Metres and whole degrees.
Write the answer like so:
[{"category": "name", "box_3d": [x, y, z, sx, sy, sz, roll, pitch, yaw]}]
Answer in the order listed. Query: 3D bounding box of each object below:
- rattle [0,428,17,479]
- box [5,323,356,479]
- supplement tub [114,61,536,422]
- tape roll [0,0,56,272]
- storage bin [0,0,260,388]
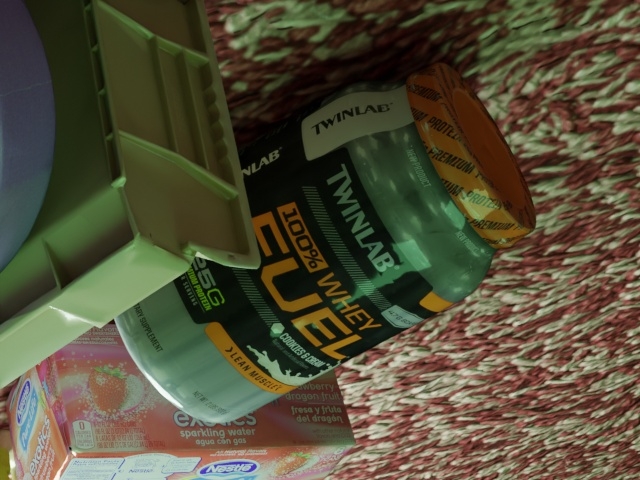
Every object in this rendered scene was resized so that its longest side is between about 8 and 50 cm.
[{"category": "rattle", "box_3d": [-0.343, 0.275, 1.506, 0.142, 0.130, 0.199, -34, 173, 4]}, {"category": "box", "box_3d": [-0.139, 0.179, 1.416, 0.299, 0.142, 0.154, 2, 144, -29]}, {"category": "supplement tub", "box_3d": [0.000, 0.000, 1.156, 0.316, 0.194, 0.193, -31, 146, 20]}, {"category": "tape roll", "box_3d": [-0.293, -0.068, 0.805, 0.274, 0.275, 0.090, -26, -173, 14]}, {"category": "storage bin", "box_3d": [-0.192, -0.027, 0.963, 0.262, 0.260, 0.123, -32, 142, 24]}]
